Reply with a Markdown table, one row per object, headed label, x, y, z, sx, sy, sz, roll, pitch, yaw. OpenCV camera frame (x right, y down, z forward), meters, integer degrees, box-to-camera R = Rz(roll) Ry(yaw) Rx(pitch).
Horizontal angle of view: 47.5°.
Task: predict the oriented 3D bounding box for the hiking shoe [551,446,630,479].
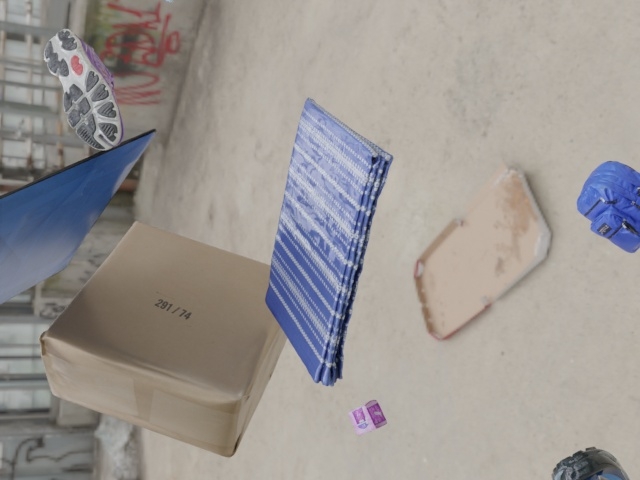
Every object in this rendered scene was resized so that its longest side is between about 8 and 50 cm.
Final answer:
| label | x | y | z | sx | sy | sz | roll | pitch | yaw |
| --- | --- | --- | --- | --- | --- | --- | --- | --- | --- |
| hiking shoe | 0.429 | 0.425 | 1.051 | 0.304 | 0.113 | 0.132 | 62 | 180 | -27 |

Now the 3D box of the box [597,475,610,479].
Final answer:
| label | x | y | z | sx | sy | sz | roll | pitch | yaw |
| --- | --- | --- | --- | --- | --- | --- | --- | --- | --- |
| box | 0.242 | 0.405 | 0.681 | 0.073 | 0.293 | 0.295 | 21 | 96 | 22 |

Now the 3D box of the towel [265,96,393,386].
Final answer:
| label | x | y | z | sx | sy | sz | roll | pitch | yaw |
| --- | --- | --- | --- | --- | --- | --- | --- | --- | --- |
| towel | 0.000 | 0.000 | 0.992 | 0.243 | 0.040 | 0.335 | 48 | 131 | 55 |

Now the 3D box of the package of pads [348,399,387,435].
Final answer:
| label | x | y | z | sx | sy | sz | roll | pitch | yaw |
| --- | --- | --- | --- | --- | --- | --- | --- | --- | --- |
| package of pads | 0.085 | 0.325 | 1.336 | 0.050 | 0.032 | 0.083 | 64 | 150 | 13 |

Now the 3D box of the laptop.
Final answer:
| label | x | y | z | sx | sy | sz | roll | pitch | yaw |
| --- | --- | --- | --- | --- | --- | --- | --- | --- | --- |
| laptop | -0.355 | 0.114 | 0.890 | 0.382 | 0.236 | 0.407 | -42 | 53 | 43 |

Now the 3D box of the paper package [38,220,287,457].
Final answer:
| label | x | y | z | sx | sy | sz | roll | pitch | yaw |
| --- | --- | --- | --- | --- | --- | --- | --- | --- | --- |
| paper package | -0.233 | 0.152 | 1.213 | 0.309 | 0.325 | 0.168 | -65 | -9 | -48 |

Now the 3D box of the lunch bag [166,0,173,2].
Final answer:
| label | x | y | z | sx | sy | sz | roll | pitch | yaw |
| --- | --- | --- | --- | --- | --- | --- | --- | --- | --- |
| lunch bag | -0.095 | -0.173 | 0.408 | 0.053 | 0.071 | 0.083 | 49 | -127 | -63 |

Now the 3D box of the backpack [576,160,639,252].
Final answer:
| label | x | y | z | sx | sy | sz | roll | pitch | yaw |
| --- | --- | --- | --- | --- | --- | --- | --- | --- | --- |
| backpack | 0.431 | -0.051 | 1.039 | 0.101 | 0.120 | 0.098 | -49 | -10 | -27 |

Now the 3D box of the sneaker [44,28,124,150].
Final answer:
| label | x | y | z | sx | sy | sz | roll | pitch | yaw |
| --- | --- | --- | --- | --- | --- | --- | --- | --- | --- |
| sneaker | -0.266 | -0.182 | 0.871 | 0.068 | 0.071 | 0.169 | -35 | 68 | 22 |
